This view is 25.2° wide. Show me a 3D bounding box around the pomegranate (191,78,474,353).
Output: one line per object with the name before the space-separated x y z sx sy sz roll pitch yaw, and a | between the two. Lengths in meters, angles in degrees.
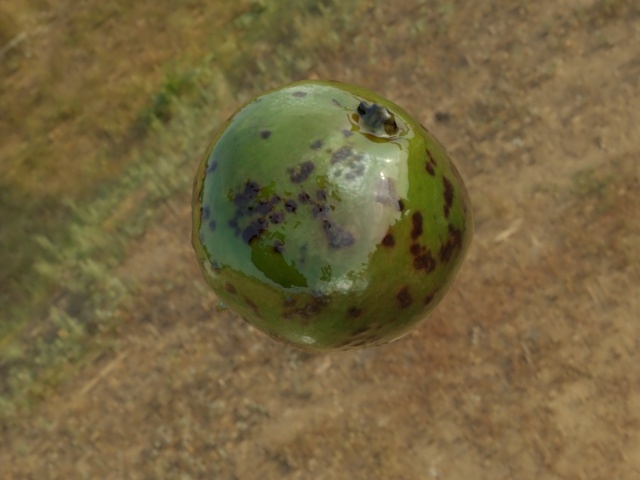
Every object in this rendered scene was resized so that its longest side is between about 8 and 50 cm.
pomegranate | 0.000 0.000 1.058 0.211 0.211 0.263 -81 13 -45
